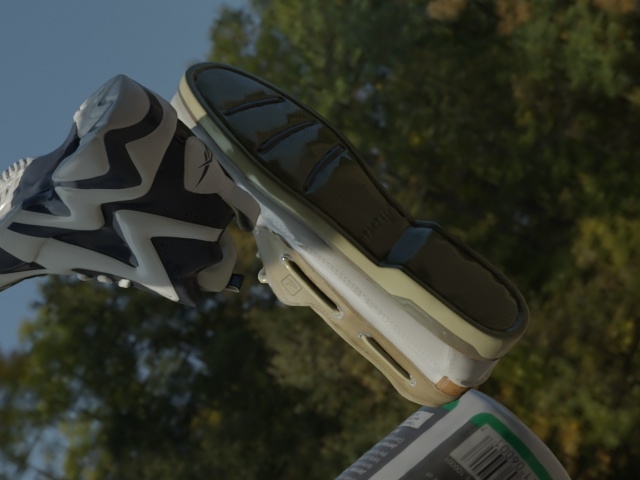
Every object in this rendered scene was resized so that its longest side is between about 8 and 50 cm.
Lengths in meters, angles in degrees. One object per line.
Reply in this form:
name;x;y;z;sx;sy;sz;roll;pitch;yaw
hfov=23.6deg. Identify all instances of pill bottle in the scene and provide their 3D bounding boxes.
pill bottle;0.056;0.317;1.424;0.361;0.204;0.204;-36;-24;-21

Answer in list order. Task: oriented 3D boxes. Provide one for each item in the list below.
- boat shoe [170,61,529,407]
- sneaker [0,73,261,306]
boat shoe;0.000;0.000;1.081;0.113;0.302;0.103;-32;-19;-52
sneaker;-0.130;0.004;0.980;0.235;0.153;0.094;-38;26;36
